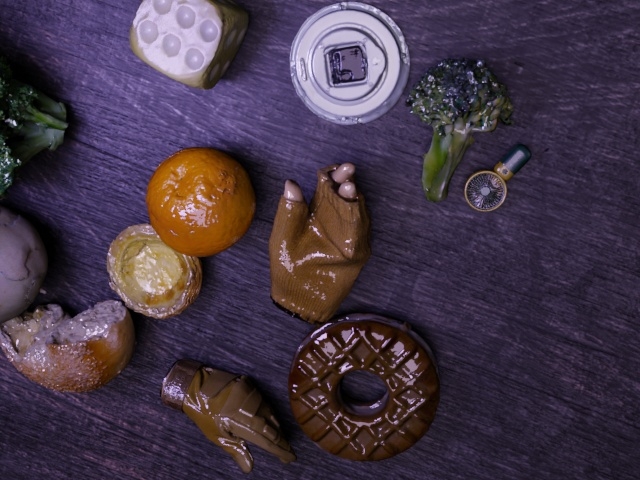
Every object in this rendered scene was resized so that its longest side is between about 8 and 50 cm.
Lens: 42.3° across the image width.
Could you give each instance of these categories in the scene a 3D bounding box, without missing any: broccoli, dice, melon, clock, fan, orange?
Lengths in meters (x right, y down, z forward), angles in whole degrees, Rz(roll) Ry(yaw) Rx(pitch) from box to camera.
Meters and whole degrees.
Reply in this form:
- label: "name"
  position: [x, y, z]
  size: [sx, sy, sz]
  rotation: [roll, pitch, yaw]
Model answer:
- label: "broccoli"
  position: [-0.642, -0.218, 1.623]
  size: [0.275, 0.308, 0.308]
  rotation: [2, 109, -29]
- label: "dice"
  position: [-0.245, -0.394, 1.551]
  size: [0.169, 0.169, 0.166]
  rotation: [29, 107, 0]
- label: "melon"
  position: [-0.720, 0.046, 1.697]
  size: [0.330, 0.268, 0.268]
  rotation: [17, 107, -4]
- label: "clock"
  position: [0.052, -0.336, 1.584]
  size: [0.236, 0.053, 0.236]
  rotation: [2, 105, 9]
- label: "fan"
  position: [0.346, -0.124, 1.603]
  size: [0.082, 0.039, 0.155]
  rotation: [43, 106, -4]
- label: "broccoli"
  position: [0.265, -0.218, 1.563]
  size: [0.198, 0.177, 0.275]
  rotation: [-28, 134, -18]
- label: "orange"
  position: [-0.233, -0.075, 1.622]
  size: [0.219, 0.193, 0.219]
  rotation: [-16, 64, 37]

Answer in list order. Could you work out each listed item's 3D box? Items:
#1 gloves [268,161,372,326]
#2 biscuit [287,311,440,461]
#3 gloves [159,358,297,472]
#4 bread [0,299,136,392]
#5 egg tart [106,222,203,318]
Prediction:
- label: "gloves"
  position: [0.003, 0.000, 1.630]
  size: [0.203, 0.155, 0.356]
  rotation: [25, 123, 9]
- label: "biscuit"
  position: [0.089, 0.308, 1.729]
  size: [0.332, 0.103, 0.332]
  rotation: [2, 105, 7]
- label: "gloves"
  position: [-0.185, 0.370, 1.765]
  size: [0.331, 0.154, 0.141]
  rotation: [29, 109, 8]
- label: "bread"
  position: [-0.542, 0.240, 1.769]
  size: [0.314, 0.171, 0.192]
  rotation: [1, 123, 18]
- label: "egg tart"
  position: [-0.343, 0.061, 1.734]
  size: [0.213, 0.090, 0.212]
  rotation: [2, 104, 8]
